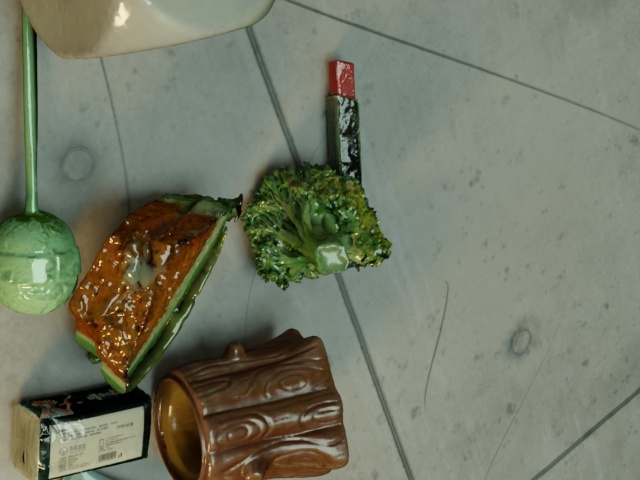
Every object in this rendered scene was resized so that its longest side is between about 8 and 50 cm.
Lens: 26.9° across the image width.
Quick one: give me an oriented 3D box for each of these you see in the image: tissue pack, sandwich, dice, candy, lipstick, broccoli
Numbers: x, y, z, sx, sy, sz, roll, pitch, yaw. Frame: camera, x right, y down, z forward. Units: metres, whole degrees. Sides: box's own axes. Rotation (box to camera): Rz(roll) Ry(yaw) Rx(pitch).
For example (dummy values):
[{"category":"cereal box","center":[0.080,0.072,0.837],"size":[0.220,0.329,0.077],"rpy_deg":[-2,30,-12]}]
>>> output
[{"category":"tissue pack","center":[-0.318,0.255,1.790],"size":[0.170,0.090,0.103],"rpy_deg":[-8,112,-37]},{"category":"sandwich","center":[-0.232,0.055,1.722],"size":[0.292,0.109,0.212],"rpy_deg":[-65,163,13]},{"category":"dice","center":[-0.197,-0.355,1.529],"size":[0.251,0.243,0.259],"rpy_deg":[-21,109,-37]},{"category":"candy","center":[-0.351,-0.125,1.627],"size":[0.119,0.119,0.440],"rpy_deg":[-7,103,-36]},{"category":"lipstick","center":[0.036,-0.114,1.945],"size":[0.051,0.051,0.312],"rpy_deg":[-15,114,-30]},{"category":"broccoli","center":[0.000,0.000,1.854],"size":[0.220,0.194,0.194],"rpy_deg":[12,101,-17]}]

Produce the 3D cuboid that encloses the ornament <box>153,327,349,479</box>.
[{"category":"ornament","center":[-0.104,0.257,1.885],"size":[0.218,0.221,0.235],"rpy_deg":[-8,139,-31]}]

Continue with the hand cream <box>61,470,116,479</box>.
[{"category":"hand cream","center":[-0.249,0.403,1.920],"size":[0.312,0.070,0.111],"rpy_deg":[24,95,-37]}]

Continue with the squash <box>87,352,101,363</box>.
[{"category":"squash","center":[-0.275,0.144,1.822],"size":[0.089,0.027,0.027],"rpy_deg":[-20,119,-27]}]
